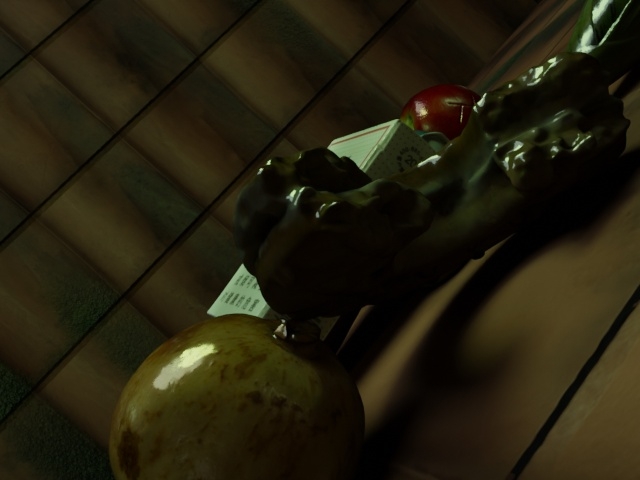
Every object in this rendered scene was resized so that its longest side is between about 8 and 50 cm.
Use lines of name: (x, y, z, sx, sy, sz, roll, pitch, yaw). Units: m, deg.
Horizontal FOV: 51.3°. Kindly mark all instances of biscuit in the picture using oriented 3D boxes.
biscuit: (0.093, -0.033, 0.622, 0.367, 0.115, 0.268, -18, -18, -21)

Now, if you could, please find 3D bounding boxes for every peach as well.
peach: (0.313, -0.280, 1.627, 0.196, 0.226, 0.189, -120, 31, -52)

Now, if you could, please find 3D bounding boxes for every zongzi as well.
zongzi: (0.385, -0.288, 0.745, 0.274, 0.125, 0.251, -51, -3, -23)

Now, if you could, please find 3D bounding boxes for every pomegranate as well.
pomegranate: (-0.067, 0.154, 0.567, 0.215, 0.215, 0.215, -48, 3, 3)

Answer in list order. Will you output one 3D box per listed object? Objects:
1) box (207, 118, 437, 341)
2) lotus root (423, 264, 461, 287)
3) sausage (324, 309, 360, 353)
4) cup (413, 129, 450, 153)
box: (0.000, 0.000, 0.900, 0.330, 0.095, 0.210, -56, 19, -13)
lotus root: (0.173, -0.032, 0.908, 0.170, 0.074, 0.260, -45, 2, 28)
sausage: (-0.015, 0.144, 0.975, 0.348, 0.094, 0.097, -53, 4, -29)
cup: (0.194, -0.152, 1.367, 0.300, 0.167, 0.173, -22, 2, -21)
